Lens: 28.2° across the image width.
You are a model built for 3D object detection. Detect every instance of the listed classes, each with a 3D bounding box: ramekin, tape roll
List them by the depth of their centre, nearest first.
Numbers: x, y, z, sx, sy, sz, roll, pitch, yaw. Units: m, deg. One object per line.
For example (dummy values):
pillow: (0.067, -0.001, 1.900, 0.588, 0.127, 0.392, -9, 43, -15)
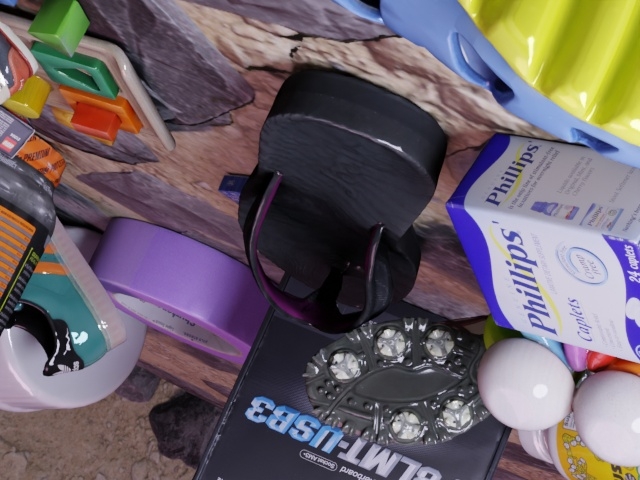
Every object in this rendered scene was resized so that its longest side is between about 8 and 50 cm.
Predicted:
tape roll: (-0.170, 0.072, 1.667, 0.274, 0.090, 0.275, 23, 167, 6)
ramekin: (-0.372, 0.106, 1.773, 0.135, 0.277, 0.277, 0, 153, 43)

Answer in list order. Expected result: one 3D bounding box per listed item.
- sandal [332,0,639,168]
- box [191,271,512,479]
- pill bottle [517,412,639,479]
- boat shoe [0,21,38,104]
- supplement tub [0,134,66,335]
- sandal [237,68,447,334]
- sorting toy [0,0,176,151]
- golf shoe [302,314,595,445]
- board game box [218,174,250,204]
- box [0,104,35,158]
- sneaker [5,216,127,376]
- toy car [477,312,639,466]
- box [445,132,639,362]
sandal: (0.049, -0.127, 0.512, 0.317, 0.126, 0.138, 33, 170, 2)
box: (0.045, 0.208, 1.375, 0.295, 0.293, 0.073, 23, 166, 9)
pill bottle: (0.293, 0.188, 1.221, 0.117, 0.118, 0.208, 34, 164, -35)
boat shoe: (-0.272, -0.163, 0.948, 0.137, 0.043, 0.049, 48, 151, -18)
supplement tub: (-0.428, 0.026, 1.402, 0.207, 0.338, 0.207, 23, 166, 6)
sandal: (-0.002, -0.001, 1.033, 0.167, 0.107, 0.446, 20, 164, 6)
sorting toy: (-0.230, -0.134, 1.083, 0.196, 0.047, 0.348, 21, 166, 13)
golf shoe: (0.121, 0.114, 1.088, 0.272, 0.105, 0.120, -8, 174, -4)
board game box: (-0.036, -0.031, 1.197, 0.090, 0.020, 0.090, 8, 160, 48)
box: (-0.356, -0.160, 1.133, 0.207, 0.036, 0.114, 36, -172, -40)
sneaker: (-0.371, 0.032, 1.577, 0.302, 0.121, 0.108, 52, 152, 11)
toy car: (0.208, 0.065, 0.935, 0.182, 0.159, 0.136, 18, 130, 27)
box: (0.168, 0.007, 0.815, 0.137, 0.072, 0.126, 14, 145, 39)
